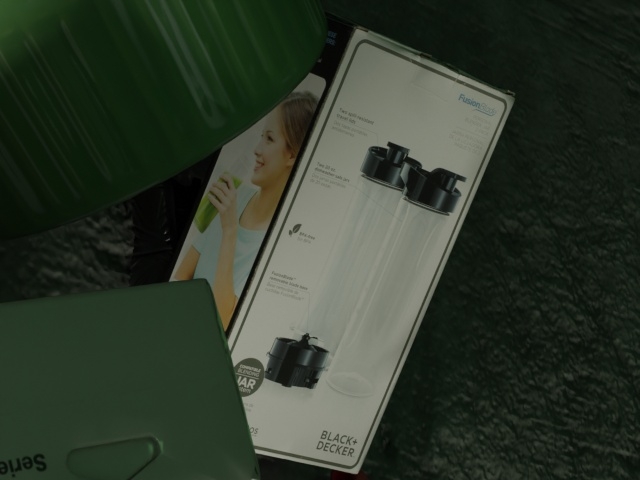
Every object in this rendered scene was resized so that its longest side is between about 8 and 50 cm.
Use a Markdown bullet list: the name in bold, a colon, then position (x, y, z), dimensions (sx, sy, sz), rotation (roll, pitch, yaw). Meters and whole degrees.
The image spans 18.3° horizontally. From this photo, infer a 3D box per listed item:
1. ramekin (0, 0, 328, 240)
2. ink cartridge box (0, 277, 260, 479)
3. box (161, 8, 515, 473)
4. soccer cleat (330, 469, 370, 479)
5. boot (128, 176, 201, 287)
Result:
- **ramekin**: position (-0.143, -0.128, 1.206), dimensions (0.303, 0.303, 0.148), rotation (-48, 118, -45)
- **ink cartridge box**: position (-0.202, 0.113, 1.051), dimensions (0.201, 0.278, 0.117), rotation (-7, 80, -49)
- **box**: position (0.000, 0.000, 1.346), dimensions (0.169, 0.087, 0.290), rotation (17, 98, -43)
- **soccer cleat**: position (-0.035, 0.216, 1.352), dimensions (0.248, 0.083, 0.095), rotation (-11, 68, -49)
- **boot**: position (-0.087, 0.009, 1.399), dimensions (0.099, 0.045, 0.121), rotation (15, 65, -49)
